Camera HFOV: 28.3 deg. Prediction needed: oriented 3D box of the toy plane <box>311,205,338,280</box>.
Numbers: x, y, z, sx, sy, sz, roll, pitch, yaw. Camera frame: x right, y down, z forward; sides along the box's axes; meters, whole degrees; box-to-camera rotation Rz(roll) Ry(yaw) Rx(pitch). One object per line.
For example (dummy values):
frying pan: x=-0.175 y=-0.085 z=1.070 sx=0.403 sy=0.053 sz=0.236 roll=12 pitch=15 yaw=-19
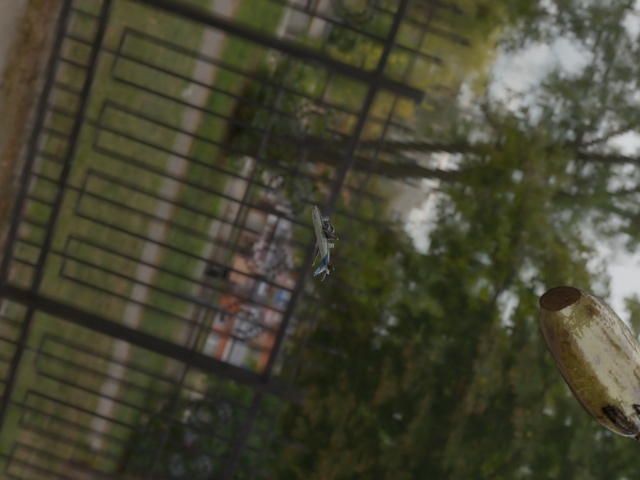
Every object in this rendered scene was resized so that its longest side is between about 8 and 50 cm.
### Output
toy plane: x=0.003 y=0.001 z=1.397 sx=0.078 sy=0.024 sz=0.084 roll=133 pitch=-40 yaw=-58

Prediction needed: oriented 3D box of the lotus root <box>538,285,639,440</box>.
lotus root: x=0.371 y=0.158 z=1.681 sx=0.110 sy=0.258 sz=0.097 roll=-35 pitch=-156 yaw=1
